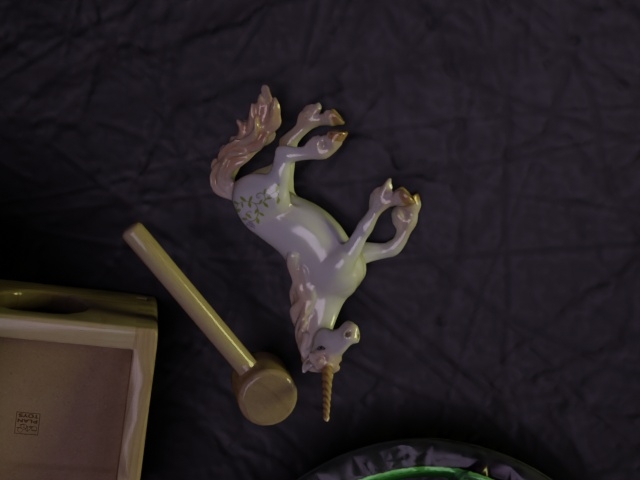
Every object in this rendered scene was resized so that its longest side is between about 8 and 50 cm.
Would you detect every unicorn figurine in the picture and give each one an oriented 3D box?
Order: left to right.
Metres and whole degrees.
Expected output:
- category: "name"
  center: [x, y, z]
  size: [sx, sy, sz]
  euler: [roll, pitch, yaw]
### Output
- category: "unicorn figurine"
  center: [0.000, 0.000, 0.541]
  size: [0.111, 0.060, 0.162]
  euler: [-45, 74, 12]

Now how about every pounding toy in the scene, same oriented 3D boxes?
- category: "pounding toy"
  center: [-0.121, 0.072, 0.551]
  size: [0.206, 0.094, 0.181]
  euler: [7, 98, -11]

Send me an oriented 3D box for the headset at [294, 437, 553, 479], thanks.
- category: "headset"
  center: [0.028, 0.294, 0.480]
  size: [0.243, 0.185, 0.394]
  euler: [20, 79, 6]
